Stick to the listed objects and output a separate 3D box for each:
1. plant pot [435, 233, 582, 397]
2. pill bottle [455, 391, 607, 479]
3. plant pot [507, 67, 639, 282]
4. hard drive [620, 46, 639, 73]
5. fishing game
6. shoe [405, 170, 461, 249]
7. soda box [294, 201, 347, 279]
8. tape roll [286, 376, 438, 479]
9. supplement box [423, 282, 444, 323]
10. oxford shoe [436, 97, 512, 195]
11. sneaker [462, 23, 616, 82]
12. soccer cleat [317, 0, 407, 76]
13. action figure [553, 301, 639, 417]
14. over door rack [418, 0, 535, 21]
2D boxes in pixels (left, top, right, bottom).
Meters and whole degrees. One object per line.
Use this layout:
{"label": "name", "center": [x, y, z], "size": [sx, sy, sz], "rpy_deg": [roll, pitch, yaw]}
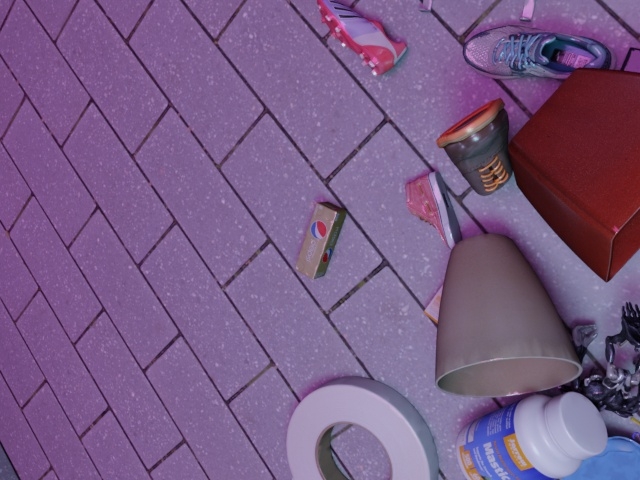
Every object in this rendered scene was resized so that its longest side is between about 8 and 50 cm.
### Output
{"label": "plant pot", "center": [0.333, 0.134, 1.083], "size": [0.256, 0.256, 0.274], "rpy_deg": [-21, 55, 30]}
{"label": "pill bottle", "center": [0.403, 0.390, 1.087], "size": [0.152, 0.152, 0.272], "rpy_deg": [55, 139, 13]}
{"label": "plant pot", "center": [0.473, -0.128, 0.945], "size": [0.267, 0.267, 0.236], "rpy_deg": [-49, 59, 2]}
{"label": "hard drive", "center": [0.584, -0.272, 1.021], "size": [0.094, 0.022, 0.135], "rpy_deg": [25, 108, 25]}
{"label": "fishing game", "center": [0.562, 0.458, 1.094], "size": [0.189, 0.041, 0.264], "rpy_deg": [29, 108, -1]}
{"label": "shoe", "center": [0.243, -0.057, 1.222], "size": [0.081, 0.063, 0.178], "rpy_deg": [-21, 80, 31]}
{"label": "soda box", "center": [0.000, 0.000, 1.367], "size": [0.061, 0.058, 0.181], "rpy_deg": [27, 108, 24]}
{"label": "tape roll", "center": [0.092, 0.530, 1.373], "size": [0.392, 0.072, 0.392], "rpy_deg": [4, 98, 28]}
{"label": "supplement box", "center": [0.281, 0.137, 1.235], "size": [0.062, 0.036, 0.098], "rpy_deg": [40, 113, 20]}
{"label": "oxford shoe", "center": [0.300, -0.158, 1.010], "size": [0.130, 0.364, 0.132], "rpy_deg": [-32, 83, 17]}
{"label": "sneaker", "center": [0.402, -0.359, 1.057], "size": [0.283, 0.122, 0.110], "rpy_deg": [15, 103, 27]}
{"label": "soccer cleat", "center": [0.087, -0.472, 1.259], "size": [0.095, 0.083, 0.248], "rpy_deg": [-38, 70, -2]}
{"label": "action figure", "center": [0.548, 0.232, 1.040], "size": [0.164, 0.141, 0.275], "rpy_deg": [23, 140, 9]}
{"label": "over door rack", "center": [0.251, -0.516, 1.019], "size": [0.239, 0.324, 0.108], "rpy_deg": [19, 96, 28]}
